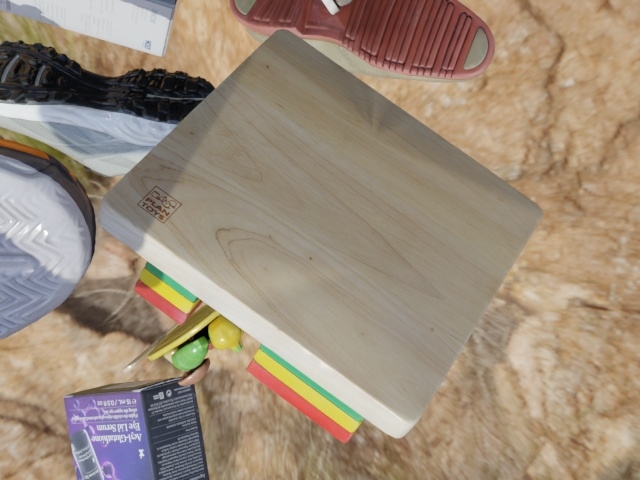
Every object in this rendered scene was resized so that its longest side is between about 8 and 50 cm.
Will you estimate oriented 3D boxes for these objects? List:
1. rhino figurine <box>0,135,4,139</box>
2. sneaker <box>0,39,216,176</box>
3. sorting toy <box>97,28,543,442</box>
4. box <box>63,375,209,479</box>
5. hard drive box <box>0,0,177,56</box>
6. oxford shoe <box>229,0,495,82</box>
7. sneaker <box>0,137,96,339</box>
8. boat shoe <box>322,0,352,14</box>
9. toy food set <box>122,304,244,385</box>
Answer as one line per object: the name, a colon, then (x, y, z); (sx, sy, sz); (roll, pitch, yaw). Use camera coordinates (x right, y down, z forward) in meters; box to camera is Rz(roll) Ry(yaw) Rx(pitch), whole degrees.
rhino figurine: (-0.429, -0.106, 1.356); (0.243, 0.073, 0.106); (23, 68, -30)
sneaker: (-0.232, -0.112, 1.223); (0.271, 0.100, 0.108); (13, 132, 0)
sorting toy: (0.000, 0.000, 0.969); (0.257, 0.089, 0.255); (35, 47, 4)
box: (-0.243, 0.295, 1.746); (0.153, 0.108, 0.207); (-11, 88, 36)
hard drive box: (-0.273, -0.308, 1.488); (0.232, 0.181, 0.089); (16, 77, -8)
oxford shoe: (0.061, -0.262, 1.637); (0.348, 0.130, 0.123); (20, 76, 21)
sneaker: (-0.246, -0.037, 0.638); (0.321, 0.180, 0.124); (-2, 125, 14)
boat shoe: (-0.010, -0.434, 1.540); (0.096, 0.116, 0.324); (-20, 98, 4)
toy food set: (-0.151, 0.133, 1.676); (0.071, 0.218, 0.128); (52, 51, -5)
